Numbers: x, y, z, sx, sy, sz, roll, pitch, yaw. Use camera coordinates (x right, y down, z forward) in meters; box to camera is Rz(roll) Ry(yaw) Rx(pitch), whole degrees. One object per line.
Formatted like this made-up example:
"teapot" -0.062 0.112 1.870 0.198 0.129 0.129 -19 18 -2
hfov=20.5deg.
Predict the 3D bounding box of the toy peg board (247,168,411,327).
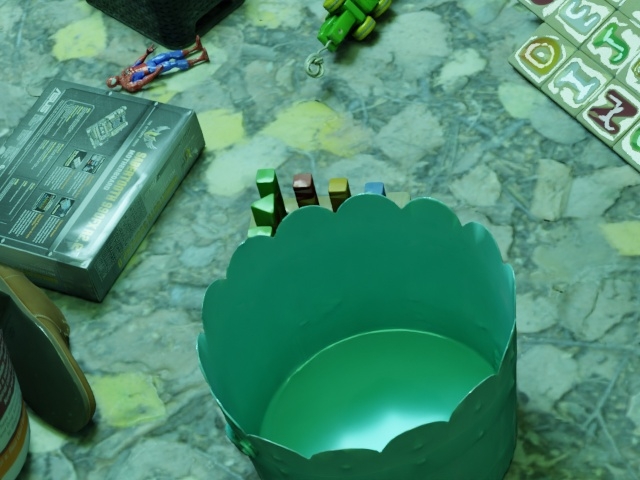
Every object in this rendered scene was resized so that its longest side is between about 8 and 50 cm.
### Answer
"toy peg board" 0.000 0.000 1.700 0.161 0.079 0.161 -3 49 11

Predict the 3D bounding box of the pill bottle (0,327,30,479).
"pill bottle" -0.399 0.053 1.514 0.224 0.392 0.224 -6 37 4

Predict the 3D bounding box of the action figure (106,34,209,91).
"action figure" -0.182 -0.193 1.949 0.115 0.030 0.038 -25 53 -6

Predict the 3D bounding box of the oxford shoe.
"oxford shoe" -0.264 0.096 1.689 0.076 0.076 0.212 -2 45 -47

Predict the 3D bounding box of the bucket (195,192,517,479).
"bucket" 0.042 0.115 1.517 0.281 0.183 0.281 -6 49 7

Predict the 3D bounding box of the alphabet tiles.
"alphabet tiles" 0.358 -0.226 1.788 0.285 0.011 0.342 -46 53 3

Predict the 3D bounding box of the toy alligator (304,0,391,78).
"toy alligator" 0.022 -0.238 1.928 0.051 0.056 0.189 -23 28 56

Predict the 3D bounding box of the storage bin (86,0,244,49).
"storage bin" -0.187 -0.310 2.014 0.180 0.084 0.122 32 63 33

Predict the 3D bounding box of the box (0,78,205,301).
"box" -0.253 -0.057 1.824 0.183 0.056 0.231 14 54 23
